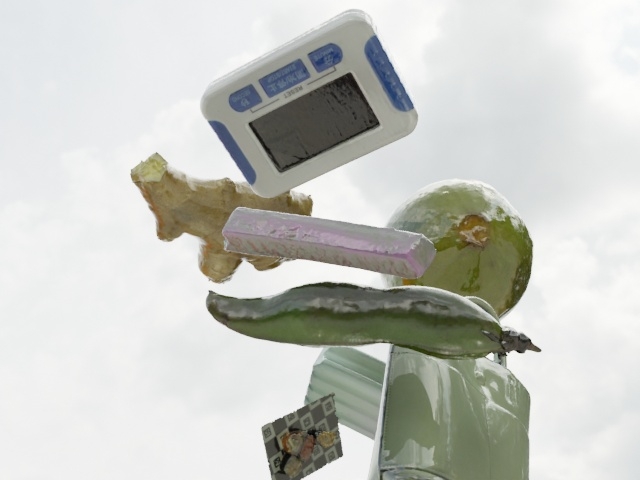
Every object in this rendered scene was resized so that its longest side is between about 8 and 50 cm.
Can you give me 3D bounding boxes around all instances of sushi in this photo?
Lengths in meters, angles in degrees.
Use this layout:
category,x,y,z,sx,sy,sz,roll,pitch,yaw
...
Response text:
category,x,y,z,sx,sy,sz,roll,pitch,yaw
sushi,-0.019,0.391,1.583,0.201,0.031,0.139,-17,-81,-43

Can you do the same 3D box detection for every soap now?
category,x,y,z,sx,sy,sz,roll,pitch,yaw
soap,0.116,0.341,1.770,0.289,0.095,0.173,24,-46,12

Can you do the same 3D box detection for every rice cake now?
category,x,y,z,sx,sy,sz,roll,pitch,yaw
rice cake,0.000,0.000,1.279,0.364,0.073,0.056,9,-44,22

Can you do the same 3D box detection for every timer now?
category,x,y,z,sx,sy,sz,roll,pitch,yaw
timer,-0.014,-0.178,1.074,0.253,0.078,0.178,-23,-62,18

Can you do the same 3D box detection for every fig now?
category,x,y,z,sx,sy,sz,roll,pitch,yaw
fig,0.280,0.023,1.676,0.343,0.343,0.343,-12,-44,-12

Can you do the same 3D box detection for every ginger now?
category,x,y,z,sx,sy,sz,roll,pitch,yaw
ginger,-0.196,-0.041,1.568,0.375,0.166,0.236,17,-43,-17

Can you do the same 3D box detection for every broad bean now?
category,x,y,z,sx,sy,sz,roll,pitch,yaw
broad bean,0.052,0.077,0.824,0.338,0.077,0.061,4,-40,7

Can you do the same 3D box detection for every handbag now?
category,x,y,z,sx,sy,sz,roll,pitch,yaw
handbag,0.156,0.197,0.943,0.241,0.315,0.109,39,-51,-23
